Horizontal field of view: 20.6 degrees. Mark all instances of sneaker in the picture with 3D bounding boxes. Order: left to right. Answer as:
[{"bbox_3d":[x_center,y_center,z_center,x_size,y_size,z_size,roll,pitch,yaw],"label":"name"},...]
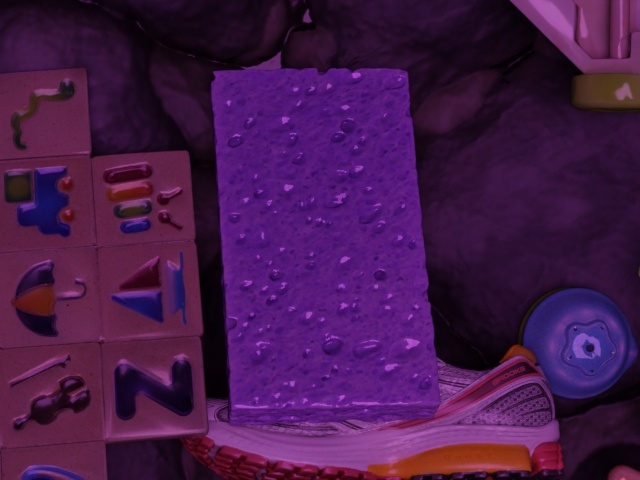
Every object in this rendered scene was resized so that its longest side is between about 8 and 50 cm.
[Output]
[{"bbox_3d":[0.026,0.102,1.031,0.225,0.088,0.092,0,71,-4],"label":"sneaker"}]

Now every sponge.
[{"bbox_3d":[0.000,0.000,1.005,0.117,0.031,0.210,-2,68,-5],"label":"sponge"}]

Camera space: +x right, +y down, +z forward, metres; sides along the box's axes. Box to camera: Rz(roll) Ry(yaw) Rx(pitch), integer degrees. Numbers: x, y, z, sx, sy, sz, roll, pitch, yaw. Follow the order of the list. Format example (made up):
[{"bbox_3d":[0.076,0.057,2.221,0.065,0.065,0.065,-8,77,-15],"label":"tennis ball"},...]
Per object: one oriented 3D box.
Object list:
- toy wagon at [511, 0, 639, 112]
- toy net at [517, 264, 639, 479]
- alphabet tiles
[{"bbox_3d":[0.193,-0.207,1.012,0.345,0.068,0.267,1,91,15],"label":"toy wagon"},{"bbox_3d":[0.220,0.118,1.056,0.122,0.045,0.232,-31,95,-5],"label":"toy net"},{"bbox_3d":[-0.238,0.040,0.985,0.343,0.011,0.285,-4,70,-4],"label":"alphabet tiles"}]
